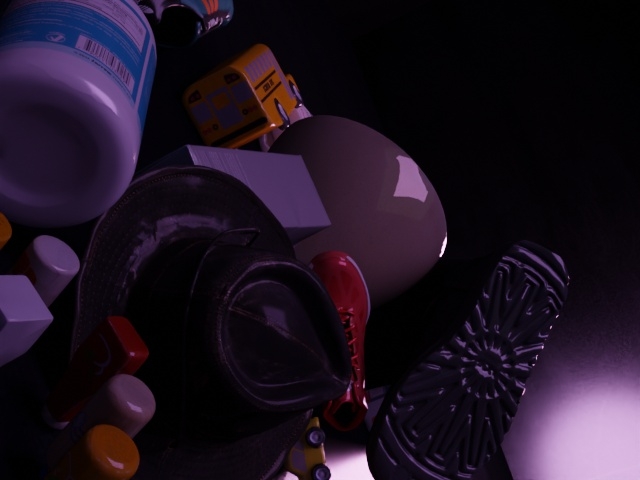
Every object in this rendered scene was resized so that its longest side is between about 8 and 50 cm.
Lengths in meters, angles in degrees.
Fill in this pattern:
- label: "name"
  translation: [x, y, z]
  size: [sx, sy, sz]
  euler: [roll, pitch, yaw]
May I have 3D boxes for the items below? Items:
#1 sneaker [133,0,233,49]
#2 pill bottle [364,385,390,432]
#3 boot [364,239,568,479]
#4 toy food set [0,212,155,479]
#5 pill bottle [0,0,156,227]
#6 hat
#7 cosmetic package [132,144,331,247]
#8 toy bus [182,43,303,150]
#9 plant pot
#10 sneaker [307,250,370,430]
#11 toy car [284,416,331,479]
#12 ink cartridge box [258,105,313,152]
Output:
- label: "sneaker"
  translation: [-0.202, -0.319, 1.331]
  size: [0.121, 0.108, 0.302]
  euler: [67, 21, 6]
- label: "pill bottle"
  translation: [0.163, 0.260, 1.540]
  size: [0.108, 0.180, 0.108]
  euler: [60, 14, -26]
- label: "boot"
  translation: [0.119, 0.176, 1.321]
  size: [0.146, 0.367, 0.445]
  euler: [44, -19, -12]
- label: "toy food set"
  translation: [-0.199, 0.091, 0.650]
  size: [0.232, 0.104, 0.111]
  euler: [51, 21, 20]
- label: "pill bottle"
  translation: [-0.218, -0.137, 0.803]
  size: [0.146, 0.146, 0.264]
  euler: [58, 15, -31]
- label: "hat"
  translation: [-0.057, 0.087, 0.817]
  size: [0.331, 0.134, 0.331]
  euler: [8, 80, -55]
- label: "cosmetic package"
  translation: [-0.104, -0.031, 1.018]
  size: [0.238, 0.127, 0.107]
  euler: [-9, 73, -65]
- label: "toy bus"
  translation: [-0.116, -0.226, 1.486]
  size: [0.130, 0.108, 0.332]
  euler: [61, 14, -14]
- label: "plant pot"
  translation: [0.000, 0.000, 1.270]
  size: [0.191, 0.284, 0.284]
  euler: [-48, 119, -35]
- label: "sneaker"
  translation: [0.031, 0.131, 1.138]
  size: [0.128, 0.087, 0.221]
  euler: [-108, -173, -65]
- label: "toy car"
  translation: [-0.033, 0.161, 1.099]
  size: [0.239, 0.053, 0.225]
  euler: [-102, -177, -45]
- label: "ink cartridge box"
  translation: [-0.031, -0.153, 1.733]
  size: [0.218, 0.092, 0.158]
  euler: [36, 31, -62]
